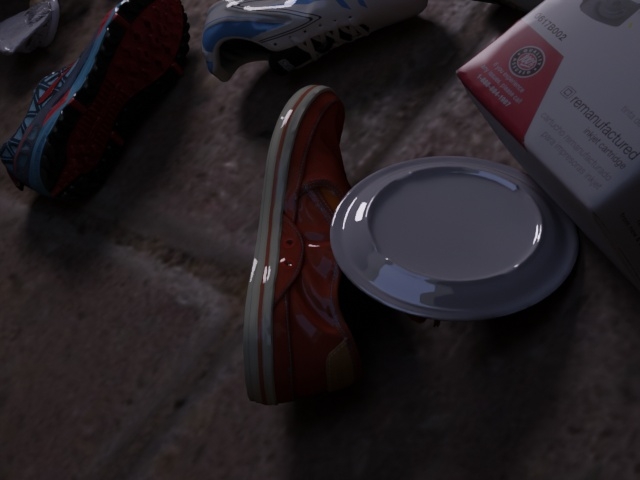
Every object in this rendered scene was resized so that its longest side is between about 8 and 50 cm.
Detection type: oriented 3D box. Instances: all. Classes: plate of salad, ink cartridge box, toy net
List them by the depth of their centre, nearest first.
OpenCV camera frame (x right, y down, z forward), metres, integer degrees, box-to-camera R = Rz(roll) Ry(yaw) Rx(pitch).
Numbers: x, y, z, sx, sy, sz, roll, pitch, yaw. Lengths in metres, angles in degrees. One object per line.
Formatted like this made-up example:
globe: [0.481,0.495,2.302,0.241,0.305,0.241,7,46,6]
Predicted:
ink cartridge box: [0.293,-0.138,1.481,0.306,0.131,0.226,-41,42,2]
plate of salad: [0.107,0.002,1.541,0.200,0.048,0.200,-1,41,1]
toy net: [-0.281,-0.285,2.147,0.122,0.045,0.232,1,54,35]

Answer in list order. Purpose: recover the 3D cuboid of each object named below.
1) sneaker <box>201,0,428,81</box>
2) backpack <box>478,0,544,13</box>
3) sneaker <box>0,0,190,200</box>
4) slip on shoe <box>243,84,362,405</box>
sneaker: [-0.004,-0.204,1.840,0.237,0.085,0.086,-9,72,25]
backpack: [0.210,-0.283,1.703,0.166,0.144,0.188,-39,41,-12]
sneaker: [-0.238,-0.162,1.942,0.125,0.104,0.262,9,57,44]
slip on shoe: [0.000,0.000,1.610,0.101,0.123,0.331,0,46,6]
